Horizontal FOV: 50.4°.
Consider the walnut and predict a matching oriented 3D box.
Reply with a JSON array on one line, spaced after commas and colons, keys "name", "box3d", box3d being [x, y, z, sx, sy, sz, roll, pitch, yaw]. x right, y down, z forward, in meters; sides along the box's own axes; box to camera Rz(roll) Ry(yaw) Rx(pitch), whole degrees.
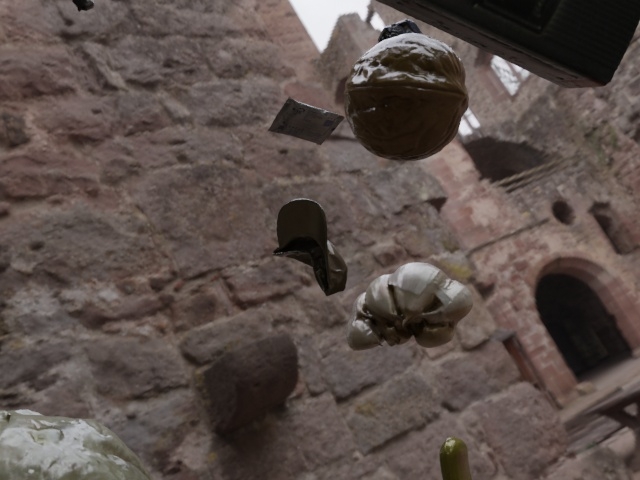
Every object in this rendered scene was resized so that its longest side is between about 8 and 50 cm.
[{"name": "walnut", "box3d": [0.153, -0.247, 1.186, 0.228, 0.228, 0.228, -26, -18, -9]}]

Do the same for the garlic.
[{"name": "garlic", "box3d": [0.182, 0.142, 1.452, 0.281, 0.185, 0.203, -5, 6, 20]}]

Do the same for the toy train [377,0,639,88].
[{"name": "toy train", "box3d": [0.040, -0.222, 0.477, 0.089, 0.409, 0.086, -130, 61, -72]}]

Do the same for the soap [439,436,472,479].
[{"name": "soap", "box3d": [0.254, 0.434, 1.253, 0.045, 0.140, 0.089, -20, -19, 31]}]

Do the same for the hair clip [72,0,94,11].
[{"name": "hair clip", "box3d": [-0.369, -0.402, 0.926, 0.146, 0.056, 0.187, -59, -36, -41]}]

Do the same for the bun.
[{"name": "bun", "box3d": [-0.340, 0.319, 0.822, 0.365, 0.219, 0.365, 3, -34, 2]}]

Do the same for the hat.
[{"name": "hat", "box3d": [0.000, 0.000, 1.348, 0.144, 0.166, 0.173, -8, -53, -51]}]

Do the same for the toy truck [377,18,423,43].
[{"name": "toy truck", "box3d": [0.203, -0.364, 1.419, 0.088, 0.202, 0.074, -30, -6, -13]}]

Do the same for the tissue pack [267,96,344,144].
[{"name": "tissue pack", "box3d": [-0.040, -0.328, 1.903, 0.193, 0.026, 0.122, 11, -44, -37]}]
